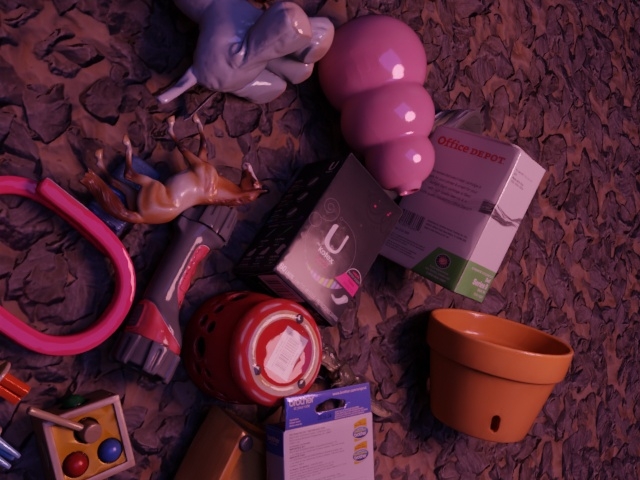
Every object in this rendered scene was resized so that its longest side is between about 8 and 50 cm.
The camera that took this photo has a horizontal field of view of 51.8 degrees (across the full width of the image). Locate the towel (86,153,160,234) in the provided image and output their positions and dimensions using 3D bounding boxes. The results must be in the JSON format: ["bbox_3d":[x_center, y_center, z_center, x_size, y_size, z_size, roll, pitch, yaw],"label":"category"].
[{"bbox_3d":[-0.310,-0.074,1.035,0.067,0.029,0.119,42,65,-23],"label":"towel"}]

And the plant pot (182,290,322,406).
[{"bbox_3d":[-0.107,0.176,1.079,0.191,0.174,0.191,4,83,-34],"label":"plant pot"}]

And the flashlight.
[{"bbox_3d":[-0.222,0.072,1.051,0.103,0.103,0.304,21,65,6],"label":"flashlight"}]

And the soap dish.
[{"bbox_3d":[-0.109,0.440,1.090,0.291,0.118,0.229,39,65,-29],"label":"soap dish"}]

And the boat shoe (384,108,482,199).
[{"bbox_3d":[0.214,-0.192,1.398,0.320,0.103,0.118,-38,130,-27],"label":"boat shoe"}]

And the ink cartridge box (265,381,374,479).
[{"bbox_3d":[0.003,0.392,1.064,0.185,0.065,0.311,0,90,-38],"label":"ink cartridge box"}]

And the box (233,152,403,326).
[{"bbox_3d":[0.000,0.000,1.187,0.165,0.143,0.270,45,62,-26],"label":"box"}]

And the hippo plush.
[{"bbox_3d":[-0.146,-0.367,1.106,0.294,0.234,0.237,-26,83,7],"label":"hippo plush"}]

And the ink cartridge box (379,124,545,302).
[{"bbox_3d":[0.272,-0.056,1.287,0.121,0.211,0.289,22,95,-45],"label":"ink cartridge box"}]

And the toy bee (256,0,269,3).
[{"bbox_3d":[-0.119,-0.572,1.132,0.298,0.162,0.195,47,64,-24],"label":"toy bee"}]

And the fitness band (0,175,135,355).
[{"bbox_3d":[-0.406,0.036,0.946,0.291,0.054,0.209,45,65,-24],"label":"fitness band"}]

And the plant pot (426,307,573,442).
[{"bbox_3d":[0.347,0.279,1.356,0.290,0.291,0.204,6,99,-36],"label":"plant pot"}]

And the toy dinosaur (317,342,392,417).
[{"bbox_3d":[0.051,0.304,1.256,0.268,0.064,0.118,48,55,-27],"label":"toy dinosaur"}]

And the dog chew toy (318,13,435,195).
[{"bbox_3d":[0.118,-0.245,1.229,0.206,0.206,0.332,-7,77,-36],"label":"dog chew toy"}]

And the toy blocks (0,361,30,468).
[{"bbox_3d":[-0.450,0.228,0.894,0.148,0.054,0.123,48,62,-24],"label":"toy blocks"}]

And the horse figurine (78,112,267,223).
[{"bbox_3d":[-0.235,-0.095,1.022,0.263,0.066,0.175,-28,90,-30],"label":"horse figurine"}]

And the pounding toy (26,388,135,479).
[{"bbox_3d":[-0.347,0.276,0.937,0.130,0.100,0.141,-15,96,-36],"label":"pounding toy"}]
